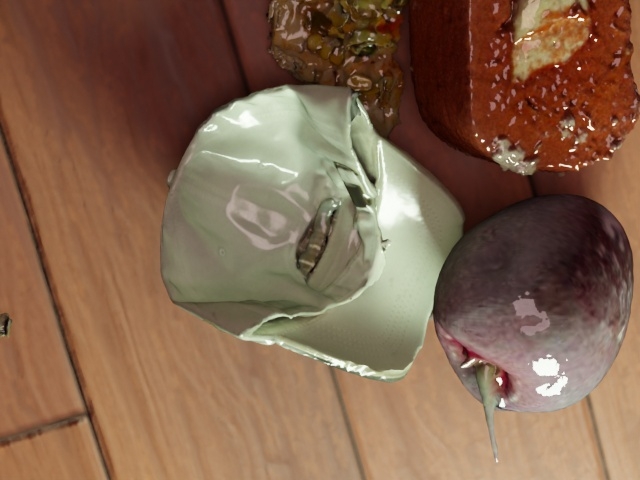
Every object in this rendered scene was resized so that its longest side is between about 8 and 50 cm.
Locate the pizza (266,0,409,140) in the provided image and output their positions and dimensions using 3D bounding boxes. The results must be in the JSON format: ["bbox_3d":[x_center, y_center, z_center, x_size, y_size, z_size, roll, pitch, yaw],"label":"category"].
[{"bbox_3d":[0.020,-0.208,1.915,0.147,0.069,0.226,3,102,-8],"label":"pizza"}]

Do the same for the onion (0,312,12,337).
[{"bbox_3d":[-0.487,0.152,1.877,0.230,0.272,0.256,21,94,17],"label":"onion"}]

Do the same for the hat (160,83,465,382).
[{"bbox_3d":[0.001,-0.001,1.938,0.301,0.168,0.258,30,82,-34],"label":"hat"}]

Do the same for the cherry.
[{"bbox_3d":[0.208,0.064,1.920,0.183,0.213,0.266,23,61,22],"label":"cherry"}]

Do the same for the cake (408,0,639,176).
[{"bbox_3d":[0.189,-0.196,1.876,0.177,0.151,0.283,-14,108,-22],"label":"cake"}]
